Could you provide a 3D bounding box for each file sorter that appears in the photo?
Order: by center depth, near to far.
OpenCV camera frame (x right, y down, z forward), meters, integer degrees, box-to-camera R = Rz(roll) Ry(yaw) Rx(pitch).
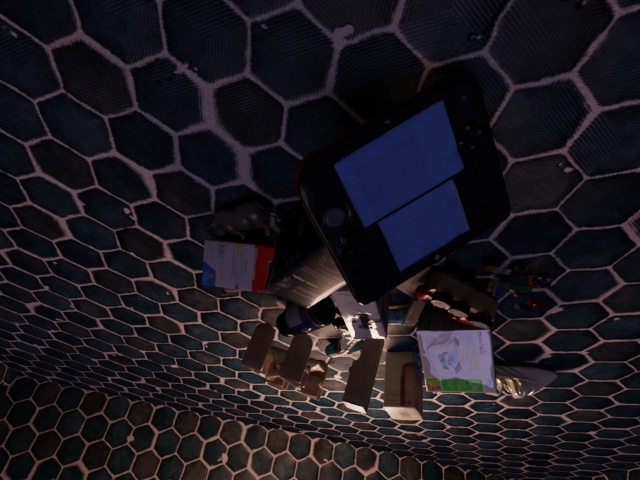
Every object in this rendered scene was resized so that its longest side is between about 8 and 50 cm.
[{"bbox_3d":[0.443,0.492,1.624,0.105,0.118,0.170,-12,137,32],"label":"file sorter"}]

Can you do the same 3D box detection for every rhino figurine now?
[{"bbox_3d":[-0.232,-0.052,1.140,0.244,0.073,0.106,-13,140,30],"label":"rhino figurine"}]

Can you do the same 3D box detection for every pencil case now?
[{"bbox_3d":[0.254,0.257,1.415,0.152,0.070,0.064,-8,173,19],"label":"pencil case"}]

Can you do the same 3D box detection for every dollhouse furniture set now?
[{"bbox_3d":[-0.005,0.392,1.410,0.395,0.256,0.362,12,154,17],"label":"dollhouse furniture set"}]

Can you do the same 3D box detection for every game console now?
[{"bbox_3d":[0.174,-0.089,0.798,0.387,0.060,0.341,-30,113,-3],"label":"game console"}]

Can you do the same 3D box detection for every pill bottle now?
[{"bbox_3d":[-0.058,0.270,1.461,0.123,0.122,0.219,33,137,-25],"label":"pill bottle"}]

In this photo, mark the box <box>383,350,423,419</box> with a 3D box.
[{"bbox_3d":[0.340,0.588,1.673,0.127,0.232,0.148,-9,138,23],"label":"box"}]

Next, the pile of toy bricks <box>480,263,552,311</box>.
[{"bbox_3d":[0.539,0.128,1.172,0.213,0.117,0.105,11,-178,-17],"label":"pile of toy bricks"}]

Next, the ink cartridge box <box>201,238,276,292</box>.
[{"bbox_3d":[-0.217,0.071,1.183,0.231,0.134,0.078,6,-177,16],"label":"ink cartridge box"}]

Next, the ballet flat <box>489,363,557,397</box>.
[{"bbox_3d":[0.724,0.553,1.619,0.401,0.139,0.139,8,142,4],"label":"ballet flat"}]

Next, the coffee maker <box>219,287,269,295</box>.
[{"bbox_3d":[-0.235,0.091,1.282,0.179,0.120,0.171,-5,138,18],"label":"coffee maker"}]

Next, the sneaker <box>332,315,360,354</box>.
[{"bbox_3d":[0.085,0.346,1.566,0.132,0.086,0.228,30,128,-15],"label":"sneaker"}]

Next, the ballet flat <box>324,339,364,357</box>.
[{"bbox_3d":[0.111,0.434,1.685,0.206,0.072,0.067,-20,160,37],"label":"ballet flat"}]

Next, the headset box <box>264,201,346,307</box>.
[{"bbox_3d":[0.000,0.000,1.010,0.131,0.246,0.283,28,140,-22],"label":"headset box"}]

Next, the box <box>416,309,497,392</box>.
[{"bbox_3d":[0.462,0.372,1.391,0.231,0.126,0.261,-5,113,21],"label":"box"}]

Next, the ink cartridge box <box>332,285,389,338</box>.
[{"bbox_3d":[0.125,0.137,1.188,0.114,0.196,0.272,-2,140,17],"label":"ink cartridge box"}]

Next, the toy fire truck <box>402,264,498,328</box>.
[{"bbox_3d":[0.382,0.204,1.275,0.217,0.158,0.246,27,159,-12],"label":"toy fire truck"}]
